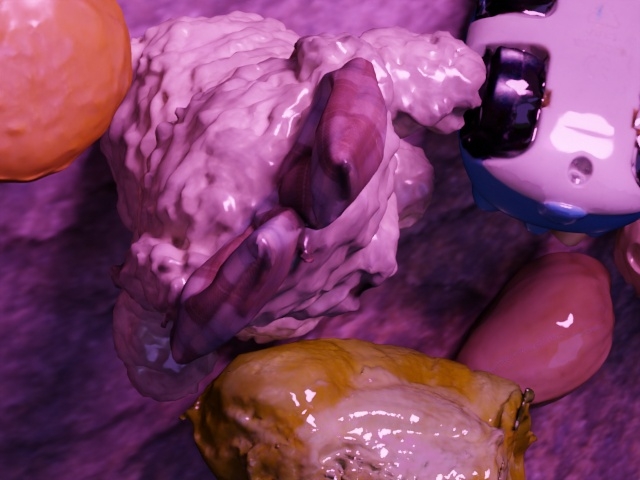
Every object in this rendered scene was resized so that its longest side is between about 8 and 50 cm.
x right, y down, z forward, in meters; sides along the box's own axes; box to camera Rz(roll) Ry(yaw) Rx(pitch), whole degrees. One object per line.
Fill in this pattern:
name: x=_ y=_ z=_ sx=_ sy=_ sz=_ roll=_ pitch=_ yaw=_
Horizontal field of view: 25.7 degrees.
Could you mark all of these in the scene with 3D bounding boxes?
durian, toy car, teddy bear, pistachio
durian: x=0.054 y=0.181 z=1.184 sx=0.340 sy=0.256 sz=0.204 roll=23 pitch=84 yaw=0
toy car: x=0.197 y=-0.117 z=1.112 sx=0.188 sy=0.255 sz=0.190 roll=12 pitch=157 yaw=-4
teddy bear: x=0.000 y=0.000 z=0.945 sx=0.327 sy=0.362 sz=0.375 roll=-45 pitch=132 yaw=-1
pistachio: x=0.202 y=0.092 z=1.319 sx=0.185 sy=0.124 sz=0.124 roll=-33 pitch=133 yaw=-2

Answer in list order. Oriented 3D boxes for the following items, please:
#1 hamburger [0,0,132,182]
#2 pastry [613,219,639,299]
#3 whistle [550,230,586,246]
hamburger: x=-0.200 y=-0.117 z=0.894 sx=0.162 sy=0.115 sz=0.162 roll=-19 pitch=130 yaw=-24
pastry: x=0.387 y=-0.040 z=1.286 sx=0.265 sy=0.133 sz=0.265 roll=-40 pitch=171 yaw=-8
whistle: x=0.282 y=-0.135 z=1.220 sx=0.294 sy=0.141 sz=0.141 roll=-44 pitch=134 yaw=7
